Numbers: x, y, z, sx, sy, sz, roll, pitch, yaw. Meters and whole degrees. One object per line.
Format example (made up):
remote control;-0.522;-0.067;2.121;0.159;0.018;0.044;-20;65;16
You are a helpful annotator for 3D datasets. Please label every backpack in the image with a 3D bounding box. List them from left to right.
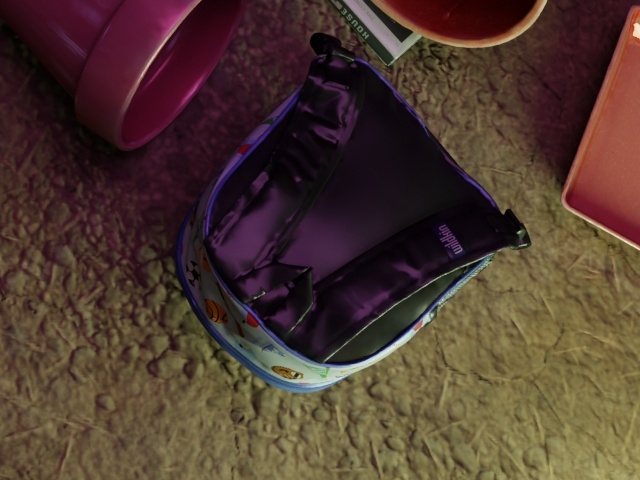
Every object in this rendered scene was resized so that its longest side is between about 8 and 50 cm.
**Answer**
backpack;0.000;0.000;1.581;0.276;0.213;0.263;45;56;3

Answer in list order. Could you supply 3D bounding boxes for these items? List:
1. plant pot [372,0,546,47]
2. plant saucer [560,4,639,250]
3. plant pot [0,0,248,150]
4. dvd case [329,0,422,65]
plant pot;0.179;-0.373;1.708;0.272;0.272;0.265;48;56;-3
plant saucer;0.389;-0.081;1.843;0.259;0.048;0.258;28;67;-12
plant pot;-0.192;-0.213;1.586;0.180;0.201;0.201;36;65;8
dvd case;0.091;-0.318;1.804;0.179;0.029;0.238;48;64;-2
